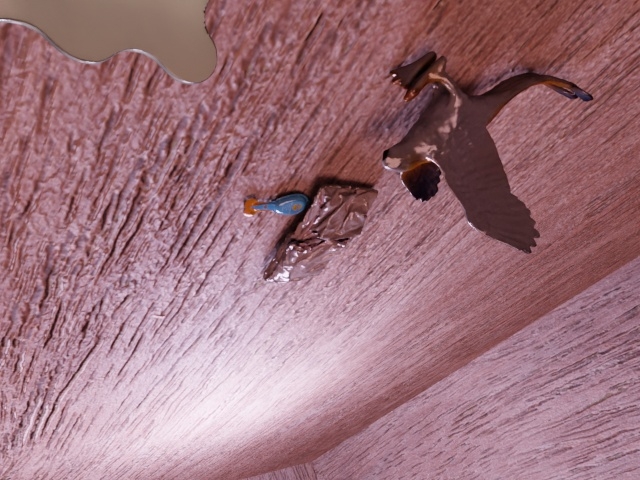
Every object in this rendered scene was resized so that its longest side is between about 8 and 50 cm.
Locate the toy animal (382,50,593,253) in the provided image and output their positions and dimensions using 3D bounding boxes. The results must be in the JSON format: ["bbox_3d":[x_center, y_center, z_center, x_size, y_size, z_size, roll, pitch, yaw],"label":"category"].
[{"bbox_3d":[0.237,-0.173,0.587,0.302,0.225,0.284,29,101,-37],"label":"toy animal"}]

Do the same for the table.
[{"bbox_3d":[-0.161,-0.205,0.279,0.198,0.167,0.166,-3,141,-40],"label":"table"}]

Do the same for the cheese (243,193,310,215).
[{"bbox_3d":[-0.067,-0.055,0.650,0.111,0.017,0.047,-6,139,-25],"label":"cheese"}]

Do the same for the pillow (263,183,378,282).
[{"bbox_3d":[0.000,0.000,0.734,0.135,0.049,0.248,-4,144,-40],"label":"pillow"}]
